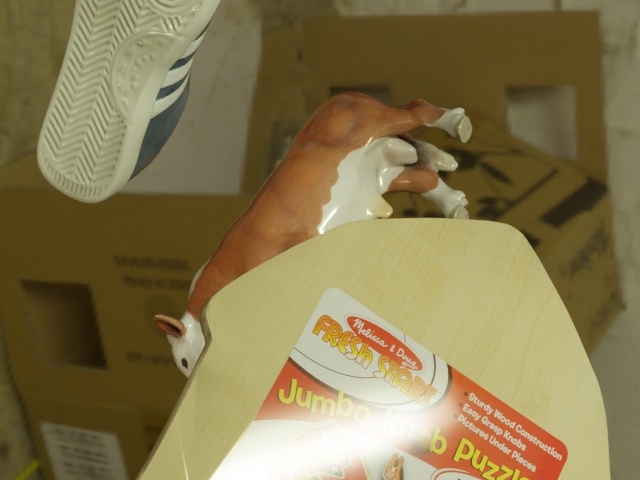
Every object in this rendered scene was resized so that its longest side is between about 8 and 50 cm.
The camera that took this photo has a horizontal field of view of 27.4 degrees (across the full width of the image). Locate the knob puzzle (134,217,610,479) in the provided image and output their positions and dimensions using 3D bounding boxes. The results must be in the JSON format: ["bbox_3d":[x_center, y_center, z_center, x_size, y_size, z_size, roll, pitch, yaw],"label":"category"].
[{"bbox_3d":[0.033,0.076,0.516,0.213,0.030,0.213,6,74,-20],"label":"knob puzzle"}]

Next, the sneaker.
[{"bbox_3d":[-0.168,-0.206,1.292,0.350,0.131,0.148,-58,176,25],"label":"sneaker"}]

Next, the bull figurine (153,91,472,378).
[{"bbox_3d":[0.000,0.000,1.066,0.310,0.188,0.101,-62,143,-25],"label":"bull figurine"}]
